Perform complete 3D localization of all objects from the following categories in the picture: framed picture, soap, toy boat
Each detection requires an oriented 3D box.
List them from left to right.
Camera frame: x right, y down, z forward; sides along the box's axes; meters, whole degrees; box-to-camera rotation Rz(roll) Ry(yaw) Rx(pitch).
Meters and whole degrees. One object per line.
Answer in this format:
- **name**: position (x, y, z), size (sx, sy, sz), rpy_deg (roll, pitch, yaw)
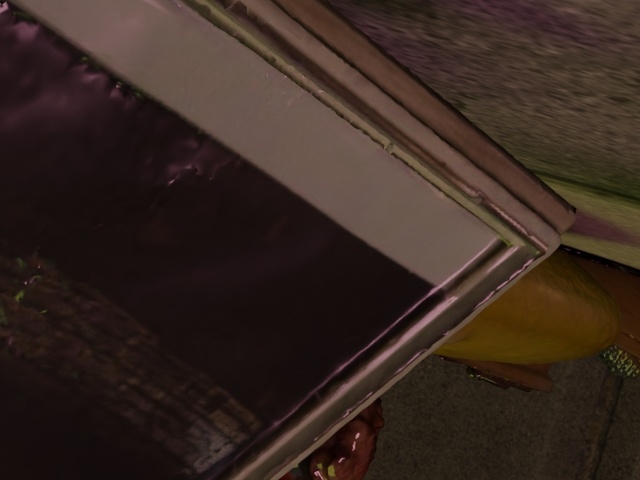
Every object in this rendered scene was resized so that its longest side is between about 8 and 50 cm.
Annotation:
- **framed picture**: position (-0.083, 0.014, 0.494), size (0.293, 0.231, 0.018), rpy_deg (33, -159, -48)
- **soap**: position (0.000, -0.003, 1.202), size (0.427, 0.115, 0.306), rpy_deg (18, 174, -42)
- **toy boat**: position (0.134, 0.049, 1.487), size (0.321, 0.121, 0.089), rpy_deg (17, -176, -17)

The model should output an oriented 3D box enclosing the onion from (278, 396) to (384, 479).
- **onion**: position (-0.143, 0.032, 0.732), size (0.341, 0.341, 0.341), rpy_deg (17, 178, 1)
